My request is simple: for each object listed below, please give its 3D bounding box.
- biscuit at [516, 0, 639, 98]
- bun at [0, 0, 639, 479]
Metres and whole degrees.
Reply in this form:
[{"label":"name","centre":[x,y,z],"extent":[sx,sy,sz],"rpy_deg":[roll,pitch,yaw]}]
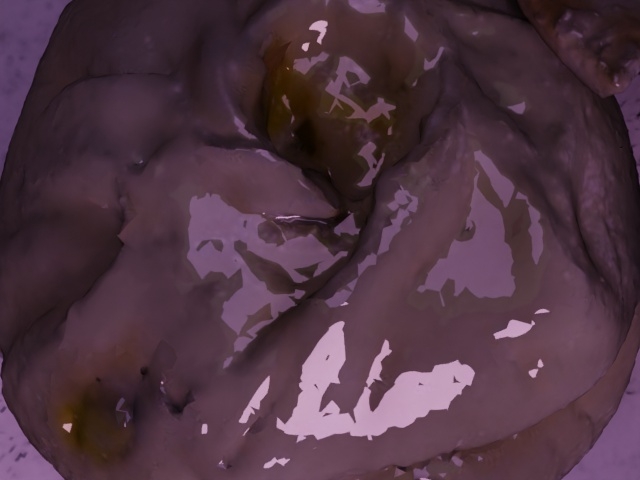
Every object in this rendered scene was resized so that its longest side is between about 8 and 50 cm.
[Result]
[{"label":"biscuit","centre":[0.169,-0.192,0.796],"extent":[0.141,0.038,0.290],"rpy_deg":[34,61,15]},{"label":"bun","centre":[0.000,0.000,0.792],"extent":[0.365,0.219,0.365],"rpy_deg":[0,83,1]}]
